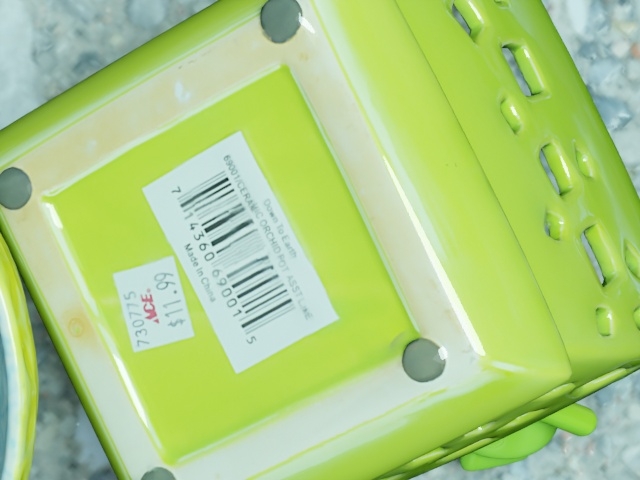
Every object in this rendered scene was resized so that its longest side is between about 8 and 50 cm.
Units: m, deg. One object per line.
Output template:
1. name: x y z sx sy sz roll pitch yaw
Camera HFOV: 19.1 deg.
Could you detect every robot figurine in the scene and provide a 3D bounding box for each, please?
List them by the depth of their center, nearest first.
1. robot figurine: 0.093 0.062 0.949 0.067 0.101 0.115 -7 130 -23

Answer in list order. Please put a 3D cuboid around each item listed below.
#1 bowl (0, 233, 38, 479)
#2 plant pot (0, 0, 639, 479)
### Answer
1. bowl: -0.242 0.053 0.799 0.289 0.156 0.289 1 94 7
2. plant pot: 0.000 0.000 0.821 0.227 0.207 0.228 -27 85 21
